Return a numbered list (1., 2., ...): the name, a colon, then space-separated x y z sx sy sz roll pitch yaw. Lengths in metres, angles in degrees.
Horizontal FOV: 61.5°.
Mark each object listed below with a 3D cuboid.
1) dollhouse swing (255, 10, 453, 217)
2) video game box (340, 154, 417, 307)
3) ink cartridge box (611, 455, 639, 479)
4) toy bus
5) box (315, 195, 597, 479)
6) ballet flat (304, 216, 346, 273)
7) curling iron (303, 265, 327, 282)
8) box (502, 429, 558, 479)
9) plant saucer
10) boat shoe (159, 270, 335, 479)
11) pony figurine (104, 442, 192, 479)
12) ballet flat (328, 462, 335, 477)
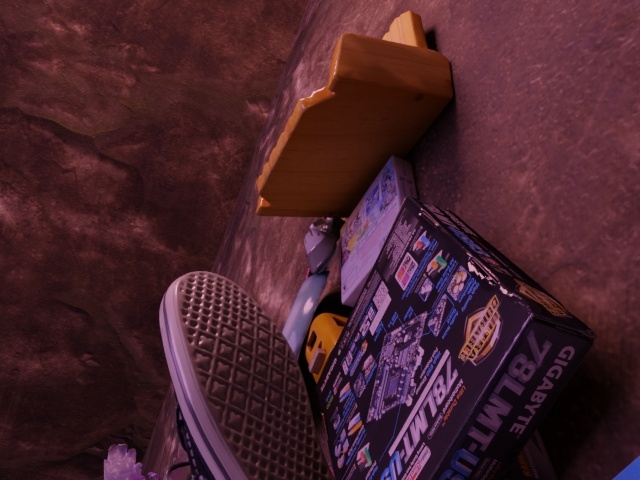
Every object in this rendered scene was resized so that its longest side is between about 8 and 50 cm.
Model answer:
1. dollhouse swing: 0.032 -0.264 1.018 0.347 0.315 0.304 -52 46 48
2. video game box: 0.097 -0.013 0.932 0.187 0.048 0.205 -92 27 -44
3. ink cartridge box: 0.236 0.204 0.243 0.231 0.078 0.134 -99 32 -56
4. toy bus: 0.035 0.190 0.819 0.202 0.104 0.190 131 151 -52
5. box: 0.097 0.133 0.557 0.293 0.073 0.295 -116 47 -66
6. ballet flat: 0.000 0.000 1.063 0.072 0.068 0.213 -48 4 25
7. curling iron: -0.046 0.167 1.204 0.068 0.035 0.273 -136 66 -71
8. box: 0.141 0.232 0.538 0.231 0.056 0.183 -94 29 -51
9. plant saucer: -0.058 0.199 1.029 0.317 0.044 0.317 22 -90 -89
10. boat shoe: -0.084 0.272 0.645 0.156 0.187 0.500 -35 74 32
11. pony figurine: -0.497 0.800 1.623 0.363 0.303 0.350 12 93 57
12. ballet flat: 0.006 0.416 0.724 0.077 0.079 0.221 136 148 -54
